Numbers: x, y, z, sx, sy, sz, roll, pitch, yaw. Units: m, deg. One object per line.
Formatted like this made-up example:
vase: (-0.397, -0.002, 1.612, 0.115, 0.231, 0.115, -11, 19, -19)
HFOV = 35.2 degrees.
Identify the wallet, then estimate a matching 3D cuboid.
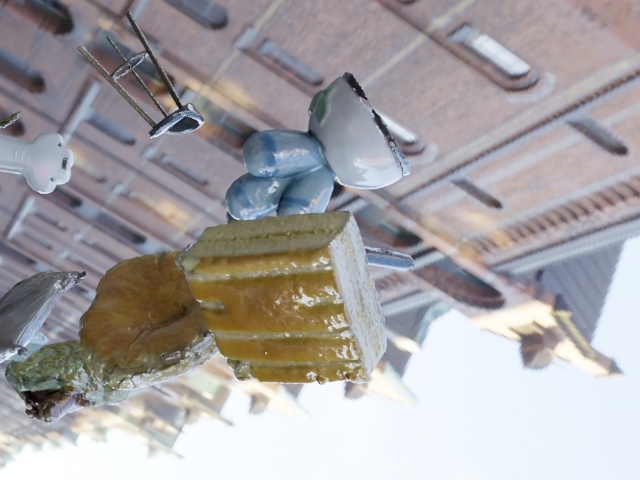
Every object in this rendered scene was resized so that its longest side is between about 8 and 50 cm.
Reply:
wallet: (0.000, 0.000, 2.069, 0.191, 0.379, 0.046, 29, -75, 49)

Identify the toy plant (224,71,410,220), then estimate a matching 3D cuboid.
toy plant: (-0.029, -0.137, 1.882, 0.332, 0.247, 0.247, -31, -164, 0)

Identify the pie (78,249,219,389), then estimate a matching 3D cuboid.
pie: (-0.322, 0.146, 1.992, 0.083, 0.340, 0.339, 75, 25, -44)

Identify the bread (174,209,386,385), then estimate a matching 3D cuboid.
bread: (-0.050, 0.089, 1.420, 0.246, 0.239, 0.111, -3, -149, 24)

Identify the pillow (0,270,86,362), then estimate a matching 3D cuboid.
pillow: (-0.468, 0.121, 1.548, 0.169, 0.059, 0.255, -23, -159, 21)

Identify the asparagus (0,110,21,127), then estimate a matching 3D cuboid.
asparagus: (-0.558, -0.170, 1.639, 0.163, 0.016, 0.016, -24, -128, -2)

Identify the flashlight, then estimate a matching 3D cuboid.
flashlight: (-0.470, -0.127, 1.501, 0.047, 0.200, 0.093, 139, -39, -76)

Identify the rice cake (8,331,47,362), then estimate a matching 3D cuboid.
rice cake: (-0.645, 0.201, 1.994, 0.085, 0.226, 0.040, -32, -113, 18)

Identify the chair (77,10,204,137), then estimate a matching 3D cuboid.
chair: (-0.296, -0.255, 1.670, 0.095, 0.221, 0.104, -44, -170, -30)

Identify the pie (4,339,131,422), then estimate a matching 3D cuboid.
pie: (-0.553, 0.292, 2.219, 0.257, 0.274, 0.105, 32, -59, 42)
